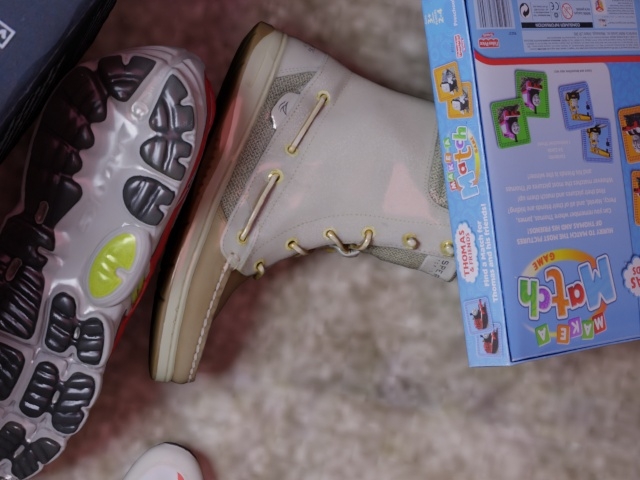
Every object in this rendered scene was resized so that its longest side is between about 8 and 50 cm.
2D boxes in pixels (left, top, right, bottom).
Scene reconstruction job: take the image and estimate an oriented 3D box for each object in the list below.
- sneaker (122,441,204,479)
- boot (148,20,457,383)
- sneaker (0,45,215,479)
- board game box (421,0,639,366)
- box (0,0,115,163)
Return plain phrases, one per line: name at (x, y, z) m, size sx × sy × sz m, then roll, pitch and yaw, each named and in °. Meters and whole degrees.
sneaker at (-0.105, 0.192, 0.988) m, size 0.057 × 0.075 × 0.161 m, roll 26°, pitch 84°, yaw -8°
boot at (0.000, 0.000, 1.015) m, size 0.165 × 0.077 × 0.213 m, roll 20°, pitch 83°, yaw -11°
sneaker at (-0.133, 0.018, 0.976) m, size 0.107 × 0.118 × 0.279 m, roll 35°, pitch 104°, yaw 3°
board game box at (0.138, -0.042, 1.021) m, size 0.160 × 0.039 × 0.211 m, roll -6°, pitch 88°, yaw -41°
box at (-0.309, -0.080, 0.851) m, size 0.293 × 0.212 × 0.395 m, roll 36°, pitch 67°, yaw -7°
